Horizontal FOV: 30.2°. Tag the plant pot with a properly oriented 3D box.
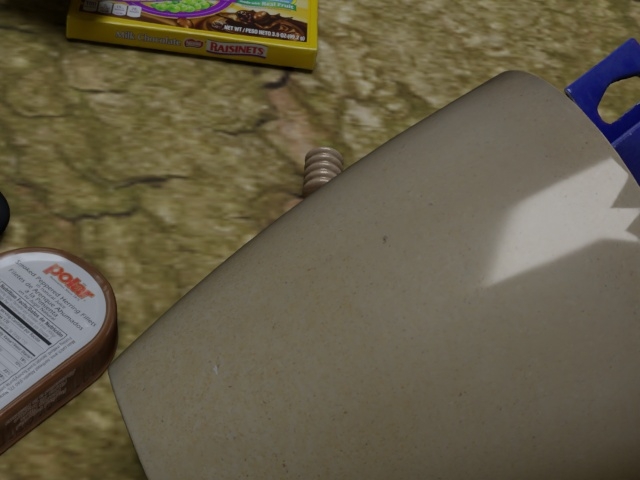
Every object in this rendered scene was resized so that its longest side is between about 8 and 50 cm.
[{"bbox_3d":[0.032,0.075,0.669,0.274,0.256,0.256,-24,56,-9],"label":"plant pot"}]

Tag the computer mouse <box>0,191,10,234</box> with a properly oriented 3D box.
[{"bbox_3d":[-0.332,-0.031,0.797,0.242,0.041,0.071,4,49,-8],"label":"computer mouse"}]

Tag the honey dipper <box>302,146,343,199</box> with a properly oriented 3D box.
[{"bbox_3d":[0.000,0.000,0.850,0.030,0.030,0.160,7,51,-6],"label":"honey dipper"}]

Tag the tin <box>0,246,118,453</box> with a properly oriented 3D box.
[{"bbox_3d":[-0.208,0.073,0.736,0.106,0.040,0.190,38,52,16],"label":"tin"}]

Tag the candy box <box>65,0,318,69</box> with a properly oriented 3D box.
[{"bbox_3d":[-0.104,-0.197,1.003,0.206,0.027,0.105,6,44,-6],"label":"candy box"}]

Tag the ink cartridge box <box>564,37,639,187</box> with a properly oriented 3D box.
[{"bbox_3d":[0.344,0.009,0.836,0.395,0.151,0.270,37,52,22],"label":"ink cartridge box"}]
